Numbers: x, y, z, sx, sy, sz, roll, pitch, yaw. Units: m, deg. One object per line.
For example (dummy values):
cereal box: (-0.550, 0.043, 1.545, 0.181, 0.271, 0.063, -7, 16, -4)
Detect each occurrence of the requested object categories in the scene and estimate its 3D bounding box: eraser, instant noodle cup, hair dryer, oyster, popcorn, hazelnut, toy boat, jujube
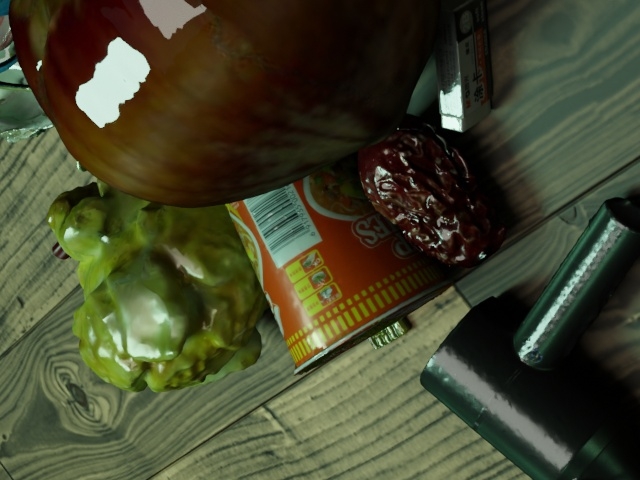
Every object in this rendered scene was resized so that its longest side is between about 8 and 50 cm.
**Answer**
eraser: (0.128, -0.163, 1.540, 0.029, 0.052, 0.122, 16, 126, 36)
instant noodle cup: (0.000, 0.000, 1.690, 0.193, 0.193, 0.212, -38, 80, 49)
hair dryer: (0.256, 0.105, 1.578, 0.244, 0.116, 0.302, 38, 130, 13)
oyster: (-0.329, -0.174, 1.929, 0.199, 0.087, 0.252, 52, 132, 21)
popcorn: (-0.165, 0.028, 1.819, 0.276, 0.225, 0.276, -4, 79, 19)
hazelnut: (-0.086, -0.206, 1.486, 0.359, 0.359, 0.409, 47, 138, 8)
toy boat: (0.044, 0.058, 1.796, 0.115, 0.016, 0.063, 55, 138, -1)
jujube: (0.101, -0.043, 1.614, 0.104, 0.104, 0.166, -28, 98, 49)

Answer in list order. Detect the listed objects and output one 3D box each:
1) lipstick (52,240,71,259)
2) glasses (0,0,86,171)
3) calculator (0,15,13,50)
lipstick: (-0.274, -0.028, 2.026, 0.027, 0.027, 0.176, 51, 138, 3)
glasses: (-0.266, -0.192, 1.815, 0.239, 0.102, 0.207, -32, 101, 25)
calculator: (-0.419, -0.355, 1.896, 0.330, 0.048, 0.220, 44, 127, 18)
